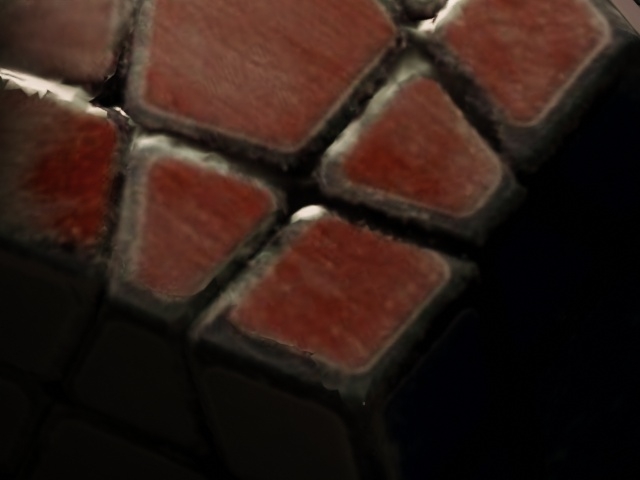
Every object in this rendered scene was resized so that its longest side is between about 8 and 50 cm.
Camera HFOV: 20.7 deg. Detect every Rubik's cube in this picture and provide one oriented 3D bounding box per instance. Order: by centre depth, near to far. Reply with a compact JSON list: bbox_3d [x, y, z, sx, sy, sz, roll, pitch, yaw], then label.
[{"bbox_3d":[0.000,0.000,0.573,0.319,0.319,0.264,-13,26,-37],"label":"Rubik's cube"}]
